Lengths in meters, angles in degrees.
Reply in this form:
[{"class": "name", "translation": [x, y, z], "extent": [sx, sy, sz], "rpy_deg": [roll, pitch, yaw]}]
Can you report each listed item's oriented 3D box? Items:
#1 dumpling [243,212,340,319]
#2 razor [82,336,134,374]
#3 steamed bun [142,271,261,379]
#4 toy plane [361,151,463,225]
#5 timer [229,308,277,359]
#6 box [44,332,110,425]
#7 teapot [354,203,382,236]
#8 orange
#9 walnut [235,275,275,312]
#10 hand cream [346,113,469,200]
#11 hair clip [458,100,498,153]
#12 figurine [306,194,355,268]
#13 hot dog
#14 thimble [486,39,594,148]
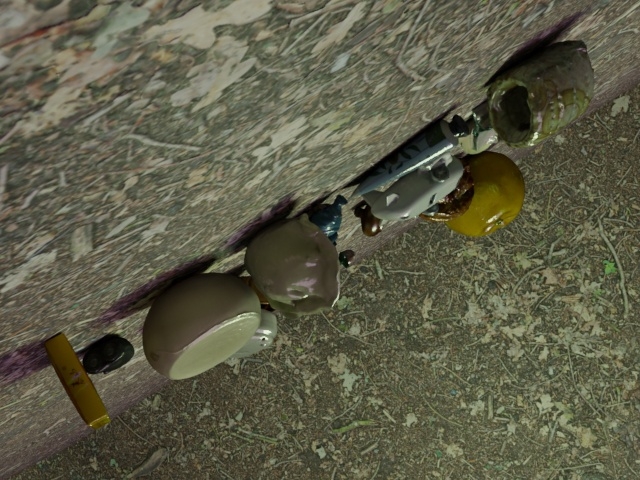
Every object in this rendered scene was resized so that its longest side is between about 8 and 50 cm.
[{"class": "dumpling", "translation": [-0.047, 0.055, 1.388], "extent": [0.147, 0.193, 0.258], "rpy_deg": [-29, 167, -40]}, {"class": "razor", "translation": [-0.428, 0.233, 1.541], "extent": [0.090, 0.054, 0.148], "rpy_deg": [-31, 175, -7]}, {"class": "steamed bun", "translation": [-0.229, 0.143, 1.404], "extent": [0.232, 0.145, 0.232], "rpy_deg": [-32, 160, -13]}, {"class": "toy plane", "translation": [0.209, -0.120, 1.670], "extent": [0.245, 0.117, 0.244], "rpy_deg": [-34, 156, -17]}, {"class": "timer", "translation": [-0.237, 0.210, 1.695], "extent": [0.237, 0.086, 0.262], "rpy_deg": [7, 158, -31]}, {"class": "box", "translation": [-0.416, 0.252, 1.313], "extent": [0.044, 0.152, 0.269], "rpy_deg": [-30, 173, -19]}, {"class": "teapot", "translation": [0.122, -0.063, 1.877], "extent": [0.129, 0.078, 0.098], "rpy_deg": [-58, 163, -72]}, {"class": "orange", "translation": [0.483, -0.137, 2.294], "extent": [0.279, 0.235, 0.279], "rpy_deg": [-34, 167, -9]}, {"class": "walnut", "translation": [-0.181, 0.127, 1.736], "extent": [0.167, 0.087, 0.211], "rpy_deg": [-2, 163, -20]}, {"class": "hand cream", "translation": [0.162, -0.152, 1.456], "extent": [0.271, 0.058, 0.091], "rpy_deg": [-32, -173, 33]}, {"class": "hair clip", "translation": [0.337, -0.231, 1.610], "extent": [0.159, 0.071, 0.218], "rpy_deg": [-25, 168, 1]}, {"class": "figurine", "translation": [0.005, 0.001, 1.499], "extent": [0.178, 0.144, 0.114], "rpy_deg": [-51, 173, 37]}, {"class": "hot dog", "translation": [0.348, -0.141, 2.090], "extent": [0.099, 0.160, 0.227], "rpy_deg": [16, -139, 43]}, {"class": "thimble", "translation": [0.387, -0.259, 1.330], "extent": [0.144, 0.137, 0.190], "rpy_deg": [-31, 163, -17]}]
